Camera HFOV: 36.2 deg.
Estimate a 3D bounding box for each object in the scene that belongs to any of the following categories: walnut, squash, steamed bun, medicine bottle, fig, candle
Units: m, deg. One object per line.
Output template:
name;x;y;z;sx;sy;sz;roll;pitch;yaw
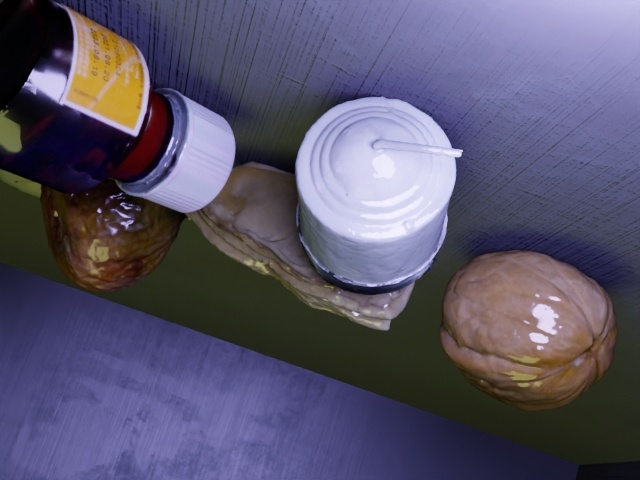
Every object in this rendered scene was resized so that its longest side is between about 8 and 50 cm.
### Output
walnut;0.344;0.151;1.671;0.277;0.252;0.313;33;167;-39
squash;-0.586;-0.134;2.103;0.219;0.041;0.219;12;162;4
steamed bun;0.000;0.000;1.643;0.428;0.247;0.189;26;154;26
medicine bottle;-0.311;-0.164;1.390;0.243;0.242;0.395;5;163;37
fig;-0.338;-0.058;1.858;0.369;0.286;0.286;-8;-177;-40
candle;0.071;-0.066;1.344;0.221;0.221;0.342;16;159;9

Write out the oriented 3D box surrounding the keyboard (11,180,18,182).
keyboard;-0.576;-0.227;1.535;0.104;0.041;0.381;10;137;23
